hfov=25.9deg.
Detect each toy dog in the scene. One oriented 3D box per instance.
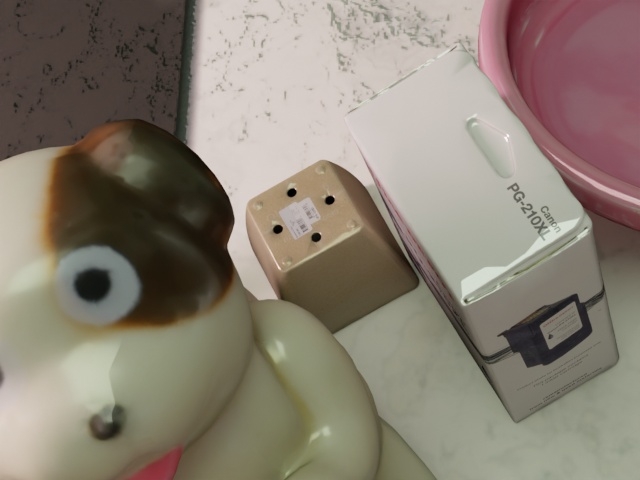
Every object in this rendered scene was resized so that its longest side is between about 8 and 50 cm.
[{"bbox_3d":[-0.104,0.090,0.907,0.284,0.408,0.395,-21,61,5],"label":"toy dog"}]

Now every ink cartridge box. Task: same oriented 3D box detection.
[{"bbox_3d":[0.119,0.002,0.982,0.100,0.237,0.172,-31,60,0],"label":"ink cartridge box"}]

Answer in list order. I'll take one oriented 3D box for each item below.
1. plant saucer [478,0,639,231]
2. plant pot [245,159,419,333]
[{"bbox_3d":[0.282,-0.124,1.049,0.332,0.084,0.332,0,55,0],"label":"plant saucer"},{"bbox_3d":[0.000,0.000,1.099,0.109,0.096,0.109,-29,61,0],"label":"plant pot"}]
